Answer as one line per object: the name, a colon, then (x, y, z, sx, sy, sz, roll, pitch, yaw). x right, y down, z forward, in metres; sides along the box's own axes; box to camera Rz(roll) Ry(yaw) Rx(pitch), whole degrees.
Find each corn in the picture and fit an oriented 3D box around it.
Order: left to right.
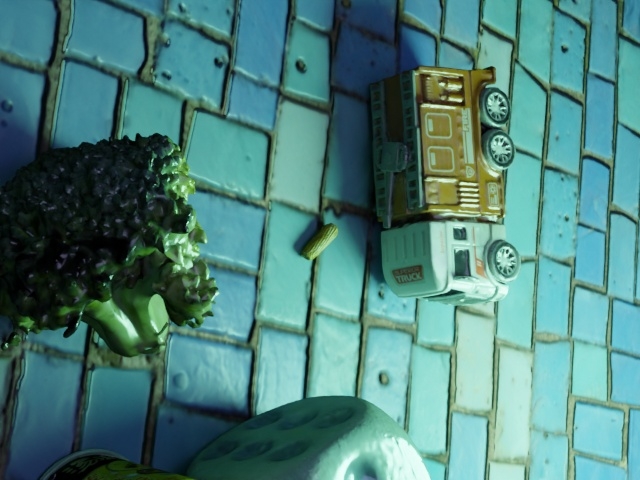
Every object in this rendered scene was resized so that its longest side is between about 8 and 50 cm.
corn: (0.000, 0.000, 2.022, 0.083, 0.028, 0.027, -45, 121, -32)

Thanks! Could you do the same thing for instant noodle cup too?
instant noodle cup: (-0.231, 0.371, 1.619, 0.216, 0.236, 0.215, 5, 82, -40)

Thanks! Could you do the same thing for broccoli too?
broccoli: (-0.281, 0.022, 1.621, 0.293, 0.348, 0.281, -20, 114, 1)

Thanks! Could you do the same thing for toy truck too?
toy truck: (0.191, -0.088, 2.119, 0.207, 0.173, 0.387, 2, 81, -37)

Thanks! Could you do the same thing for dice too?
dice: (-0.015, 0.383, 1.797, 0.265, 0.268, 0.262, -29, 105, -41)
